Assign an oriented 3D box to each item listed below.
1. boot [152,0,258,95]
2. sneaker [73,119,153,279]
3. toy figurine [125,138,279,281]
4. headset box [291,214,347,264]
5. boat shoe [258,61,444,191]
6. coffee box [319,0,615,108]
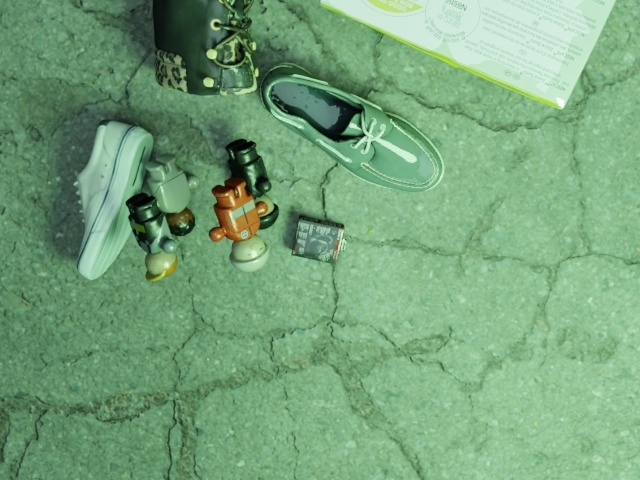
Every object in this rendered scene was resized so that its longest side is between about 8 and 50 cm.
[{"bbox_3d":[-0.117,-0.349,1.434,0.378,0.138,0.284,12,112,35],"label":"boot"},{"bbox_3d":[-0.343,-0.067,1.609,0.091,0.094,0.258,24,100,15],"label":"sneaker"},{"bbox_3d":[-0.174,-0.040,1.540,0.210,0.213,0.148,-10,120,8],"label":"toy figurine"},{"bbox_3d":[0.000,0.000,1.629,0.083,0.032,0.062,11,105,-1],"label":"headset box"},{"bbox_3d":[0.047,-0.163,1.552,0.320,0.099,0.116,31,103,-5],"label":"boat shoe"},{"bbox_3d":[0.211,-0.404,1.362,0.338,0.337,0.334,22,103,-4],"label":"coffee box"}]
